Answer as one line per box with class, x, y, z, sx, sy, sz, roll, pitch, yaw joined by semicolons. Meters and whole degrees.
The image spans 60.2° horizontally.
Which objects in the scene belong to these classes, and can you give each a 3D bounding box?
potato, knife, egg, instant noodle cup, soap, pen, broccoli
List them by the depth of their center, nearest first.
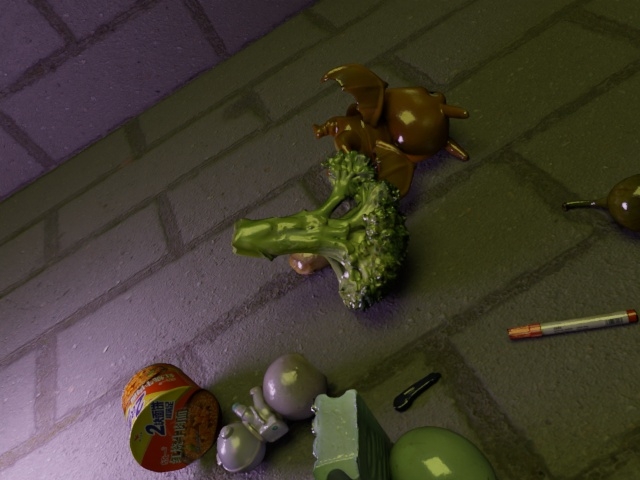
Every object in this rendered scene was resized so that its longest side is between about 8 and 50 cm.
egg;0.209;0.404;0.953;0.192;0.149;0.149;20;62;36
soap;0.069;0.386;0.975;0.094;0.261;0.150;-16;44;12
pen;0.496;0.168;1.097;0.239;0.028;0.028;-13;45;20
knife;0.201;0.311;1.147;0.121;0.018;0.031;-36;34;-5
instant noodle cup;-0.357;0.395;1.283;0.213;0.213;0.174;-45;34;-14
broccoli;0.021;0.024;1.313;0.397;0.274;0.353;-27;57;-20
potato;-0.004;0.027;1.498;0.171;0.080;0.107;-34;40;-9

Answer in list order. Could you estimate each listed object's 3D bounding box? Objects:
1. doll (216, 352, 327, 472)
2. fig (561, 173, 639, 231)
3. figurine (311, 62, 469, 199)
doll;-0.110;0.378;1.186;0.287;0.151;0.151;-47;43;-11
fig;0.644;-0.078;1.210;0.124;0.124;0.236;-51;21;-20
figurine;0.195;-0.282;1.559;0.387;0.268;0.400;-18;75;-7
